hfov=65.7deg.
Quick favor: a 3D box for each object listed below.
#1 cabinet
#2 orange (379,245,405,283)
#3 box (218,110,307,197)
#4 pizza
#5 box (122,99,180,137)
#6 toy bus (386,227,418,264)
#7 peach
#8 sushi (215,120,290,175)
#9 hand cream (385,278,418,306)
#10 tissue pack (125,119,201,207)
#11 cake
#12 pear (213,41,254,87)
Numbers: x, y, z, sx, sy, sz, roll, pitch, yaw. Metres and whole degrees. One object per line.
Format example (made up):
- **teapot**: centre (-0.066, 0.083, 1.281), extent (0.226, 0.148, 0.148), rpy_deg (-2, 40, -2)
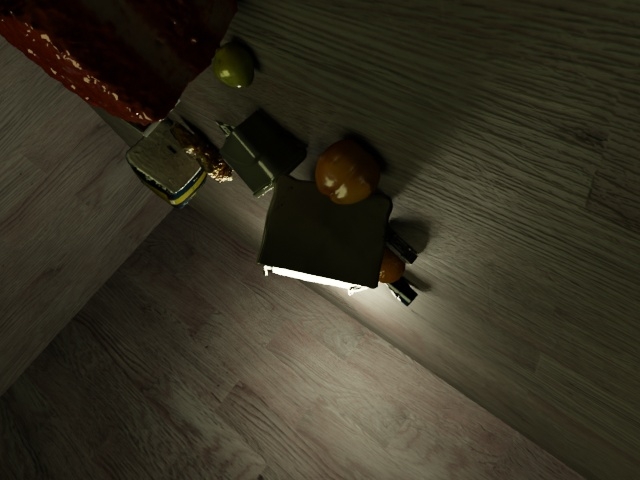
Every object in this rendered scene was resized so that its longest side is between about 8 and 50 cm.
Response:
- **cabinet**: centre (0.000, 0.000, 1.303), extent (0.290, 0.227, 0.318), rpy_deg (12, 170, -4)
- **orange**: centre (0.184, 0.069, 1.472), extent (0.136, 0.117, 0.135), rpy_deg (39, 174, 5)
- **box**: centre (-0.168, -0.232, 1.352), extent (0.178, 0.138, 0.274), rpy_deg (46, 161, -11)
- **pizza**: centre (-0.449, -0.340, 1.904), extent (0.305, 0.086, 0.161), rpy_deg (47, -173, -23)
- **box**: centre (-0.577, -0.446, 1.679), extent (0.115, 0.177, 0.036), rpy_deg (34, 166, 16)
- **toy bus**: centre (0.211, 0.014, 1.382), extent (0.131, 0.037, 0.052), rpy_deg (42, 169, -11)
- **peach**: centre (0.055, -0.143, 1.068), extent (0.138, 0.138, 0.138), rpy_deg (37, 167, 10)
- **sushi**: centre (-0.234, -0.284, 1.586), extent (0.280, 0.043, 0.192), rpy_deg (28, 164, 40)
- **hand cream**: centre (0.218, 0.115, 1.708), extent (0.270, 0.061, 0.120), rpy_deg (44, 174, 14)
- **tissue pack**: centre (-0.662, -0.321, 2.195), extent (0.264, 0.253, 0.416), rpy_deg (41, 169, -7)
- **cake**: centre (-0.340, -0.399, 0.858), extent (0.270, 0.319, 0.270), rpy_deg (25, 166, 41)
- **pear**: centre (-0.184, -0.367, 1.055), extent (0.097, 0.092, 0.092), rpy_deg (46, 166, -25)
